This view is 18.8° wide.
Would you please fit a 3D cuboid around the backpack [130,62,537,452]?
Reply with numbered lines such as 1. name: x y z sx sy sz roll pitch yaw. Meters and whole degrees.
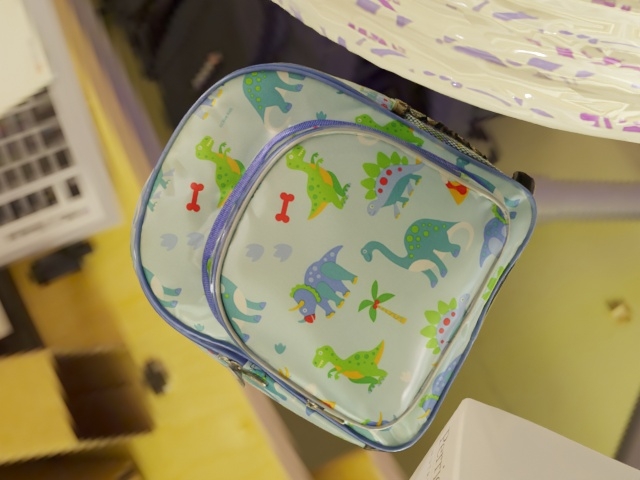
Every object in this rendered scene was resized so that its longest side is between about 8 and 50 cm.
1. backpack: 0.000 0.000 0.605 0.114 0.084 0.105 29 90 -3

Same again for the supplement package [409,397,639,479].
1. supplement package: 0.076 0.254 0.924 0.175 0.177 0.293 23 126 -8

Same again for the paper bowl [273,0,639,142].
1. paper bowl: 0.094 -0.170 0.502 0.284 0.284 0.148 34 141 20
